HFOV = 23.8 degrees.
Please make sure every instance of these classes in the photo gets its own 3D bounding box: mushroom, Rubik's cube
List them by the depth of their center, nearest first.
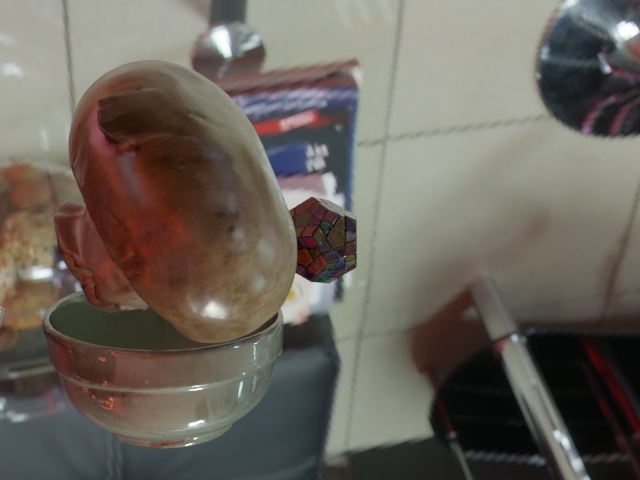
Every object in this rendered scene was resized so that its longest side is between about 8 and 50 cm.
[{"bbox_3d":[-0.120,-0.030,1.222,0.184,0.255,0.255,-21,140,14],"label":"mushroom"},{"bbox_3d":[0.000,0.000,1.877,0.093,0.111,0.111,1,137,-1],"label":"Rubik's cube"}]

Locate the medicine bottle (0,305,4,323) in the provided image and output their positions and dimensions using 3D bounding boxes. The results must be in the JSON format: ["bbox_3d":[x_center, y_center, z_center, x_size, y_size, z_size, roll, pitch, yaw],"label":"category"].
[{"bbox_3d":[-0.424,0.182,1.688,0.114,0.252,0.114,16,167,4],"label":"medicine bottle"}]

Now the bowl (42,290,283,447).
[{"bbox_3d":[-0.197,0.161,1.947,0.307,0.307,0.163,-6,106,-15],"label":"bowl"}]
